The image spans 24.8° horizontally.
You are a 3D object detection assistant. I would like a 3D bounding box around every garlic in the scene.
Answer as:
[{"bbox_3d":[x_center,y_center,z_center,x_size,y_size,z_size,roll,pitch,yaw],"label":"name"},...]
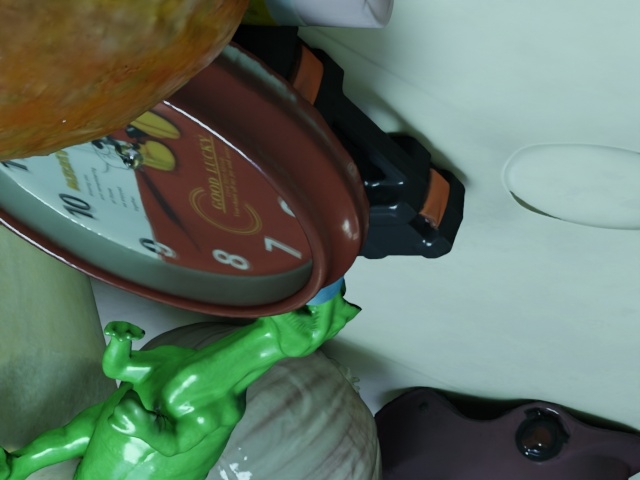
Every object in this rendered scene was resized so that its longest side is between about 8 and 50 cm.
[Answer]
[{"bbox_3d":[-0.062,0.229,1.560,0.317,0.259,0.317,37,159,16],"label":"garlic"}]

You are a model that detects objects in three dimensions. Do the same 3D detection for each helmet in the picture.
[{"bbox_3d":[0.209,0.305,1.690,0.338,0.197,0.271,11,157,8],"label":"helmet"}]

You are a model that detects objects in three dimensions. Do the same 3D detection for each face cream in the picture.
[{"bbox_3d":[-0.059,-0.157,0.847,0.198,0.057,0.084,6,159,17],"label":"face cream"}]

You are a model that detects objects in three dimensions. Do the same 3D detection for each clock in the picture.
[{"bbox_3d":[-0.118,-0.060,0.924,0.318,0.080,0.318,19,154,10],"label":"clock"}]

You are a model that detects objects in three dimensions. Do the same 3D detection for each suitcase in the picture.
[{"bbox_3d":[-0.042,-0.067,1.058,0.206,0.066,0.285,-2,154,35],"label":"suitcase"}]

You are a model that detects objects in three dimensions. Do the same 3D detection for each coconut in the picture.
[{"bbox_3d":[-0.357,0.121,1.438,0.323,0.323,0.323,11,159,4],"label":"coconut"}]

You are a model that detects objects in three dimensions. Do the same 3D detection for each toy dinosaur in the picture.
[{"bbox_3d":[-0.120,0.187,1.352,0.374,0.144,0.500,-30,158,-5],"label":"toy dinosaur"}]

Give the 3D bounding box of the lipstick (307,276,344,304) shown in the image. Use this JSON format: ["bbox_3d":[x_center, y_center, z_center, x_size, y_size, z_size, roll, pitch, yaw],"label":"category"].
[{"bbox_3d":[0.000,0.000,1.043,0.048,0.048,0.158,13,158,0],"label":"lipstick"}]

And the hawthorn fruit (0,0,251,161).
[{"bbox_3d":[-0.134,-0.157,0.630,0.298,0.277,0.277,18,161,-41],"label":"hawthorn fruit"}]
